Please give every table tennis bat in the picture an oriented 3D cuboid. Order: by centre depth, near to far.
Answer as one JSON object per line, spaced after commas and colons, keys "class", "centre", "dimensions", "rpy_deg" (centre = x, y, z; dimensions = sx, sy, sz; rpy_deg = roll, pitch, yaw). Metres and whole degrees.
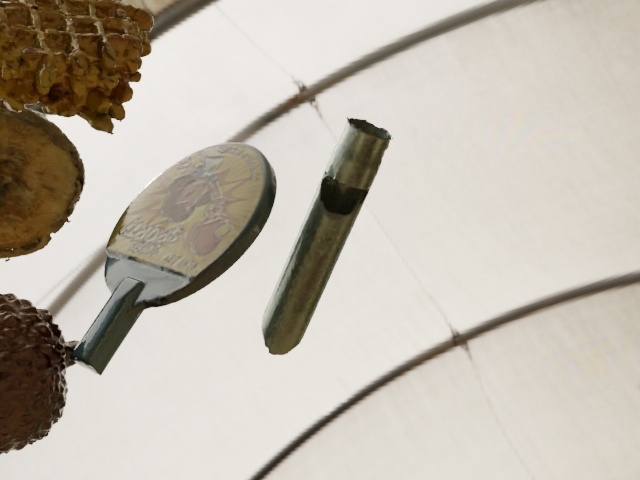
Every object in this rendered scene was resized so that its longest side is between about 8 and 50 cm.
{"class": "table tennis bat", "centre": [-0.176, 0.011, 1.163], "dimensions": [0.215, 0.329, 0.044], "rpy_deg": [15, -28, 41]}

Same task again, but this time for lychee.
{"class": "lychee", "centre": [-0.364, 0.145, 1.112], "dimensions": [0.238, 0.200, 0.200], "rpy_deg": [-16, -31, -31]}

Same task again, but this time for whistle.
{"class": "whistle", "centre": [0.000, 0.000, 1.219], "dimensions": [0.062, 0.062, 0.312], "rpy_deg": [13, -67, -28]}

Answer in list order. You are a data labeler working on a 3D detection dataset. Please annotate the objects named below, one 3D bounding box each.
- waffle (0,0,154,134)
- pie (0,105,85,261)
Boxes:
{"class": "waffle", "centre": [-0.238, -0.179, 0.821], "dimensions": [0.197, 0.193, 0.070], "rpy_deg": [22, -53, -13]}
{"class": "pie", "centre": [-0.462, -0.088, 1.380], "dimensions": [0.274, 0.055, 0.274], "rpy_deg": [-7, -56, -11]}
